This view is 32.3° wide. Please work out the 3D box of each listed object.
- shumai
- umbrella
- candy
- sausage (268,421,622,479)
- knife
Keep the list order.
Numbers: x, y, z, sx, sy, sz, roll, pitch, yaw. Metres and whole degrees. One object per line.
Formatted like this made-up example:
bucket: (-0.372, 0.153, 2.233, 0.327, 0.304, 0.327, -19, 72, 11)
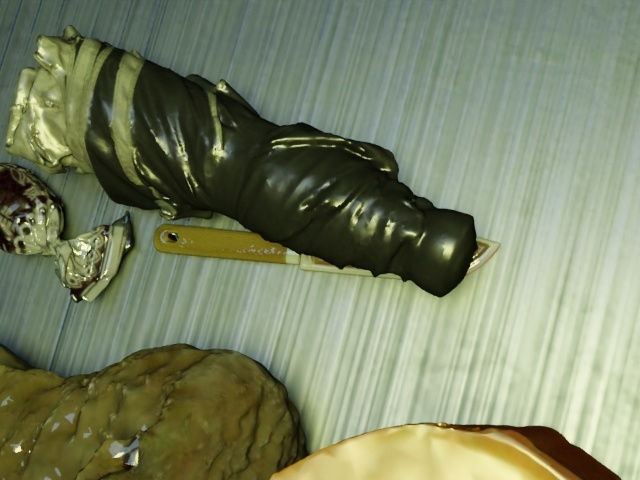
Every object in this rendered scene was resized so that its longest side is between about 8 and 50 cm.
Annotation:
shumai: (-0.193, 0.196, 0.756, 0.283, 0.217, 0.346, 22, 72, 47)
umbrella: (-0.057, -0.049, 0.778, 0.357, 0.106, 0.113, 22, 92, 17)
candy: (-0.237, -0.037, 0.842, 0.226, 0.051, 0.094, 38, 86, 17)
sausage: (0.081, 0.213, 0.598, 0.233, 0.287, 0.233, -3, 81, 16)
knife: (0.000, 0.000, 0.796, 0.256, 0.022, 0.046, 5, 74, 14)
